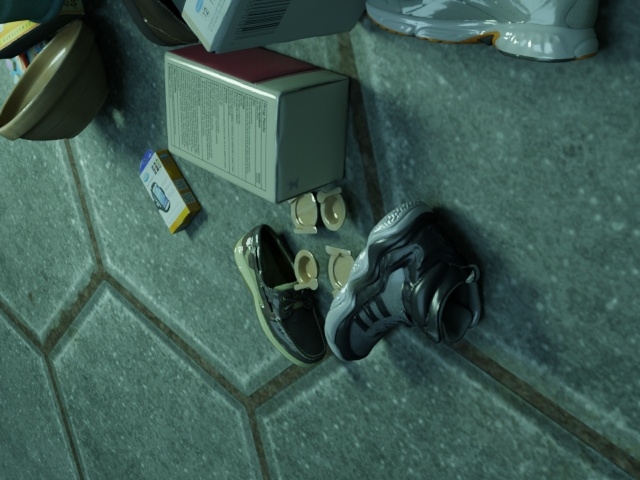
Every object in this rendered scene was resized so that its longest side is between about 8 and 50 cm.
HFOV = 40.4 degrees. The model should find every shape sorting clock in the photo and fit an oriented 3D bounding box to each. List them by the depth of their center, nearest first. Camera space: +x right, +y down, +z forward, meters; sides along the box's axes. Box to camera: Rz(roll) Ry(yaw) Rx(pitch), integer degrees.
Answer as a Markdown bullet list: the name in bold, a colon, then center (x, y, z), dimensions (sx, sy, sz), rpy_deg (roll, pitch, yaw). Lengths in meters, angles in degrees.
- **shape sorting clock**: center (-0.567, -0.362, 1.664), dimensions (0.206, 0.040, 0.206), rpy_deg (22, 122, 40)

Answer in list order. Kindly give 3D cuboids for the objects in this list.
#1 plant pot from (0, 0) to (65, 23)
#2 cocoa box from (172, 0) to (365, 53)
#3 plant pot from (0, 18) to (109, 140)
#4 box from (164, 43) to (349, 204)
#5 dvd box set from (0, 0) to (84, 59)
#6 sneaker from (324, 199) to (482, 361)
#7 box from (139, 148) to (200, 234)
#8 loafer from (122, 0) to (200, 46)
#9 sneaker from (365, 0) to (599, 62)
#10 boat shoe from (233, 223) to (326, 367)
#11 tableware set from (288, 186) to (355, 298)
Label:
- **plant pot**: center (-0.603, -0.443, 1.260), dimensions (0.341, 0.334, 0.341), rpy_deg (33, 137, 37)
- **cocoa box**: center (-0.030, -0.408, 0.902), dimensions (0.228, 0.231, 0.347), rpy_deg (54, 138, 17)
- **plant pot**: center (-0.439, -0.252, 1.482), dimensions (0.110, 0.237, 0.237), rpy_deg (37, 151, -29)
- **box**: center (-0.089, -0.166, 1.159), dimensions (0.232, 0.127, 0.148), rpy_deg (27, 126, 37)
- **dvd box set**: center (-0.548, -0.556, 1.509), dimensions (0.307, 0.062, 0.420), rpy_deg (-9, 95, 48)
- **sneaker**: center (0.104, 0.091, 1.083), dimensions (0.153, 0.101, 0.268), rpy_deg (46, 133, 27)
- **box**: center (-0.257, -0.088, 1.460), dimensions (0.081, 0.028, 0.136), rpy_deg (-43, 72, 48)
- **loafer**: center (-0.224, -0.395, 1.112), dimensions (0.130, 0.134, 0.366), rpy_deg (21, 160, 34)
- **sneaker**: center (0.164, -0.257, 0.878), dimensions (0.262, 0.099, 0.121), rpy_deg (19, 113, 33)
- **boat shoe**: center (-0.054, 0.078, 1.271), dimensions (0.223, 0.080, 0.073), rpy_deg (61, 145, 14)
- **tableware set**: center (0.000, 0.000, 1.191), dimensions (0.141, 0.020, 0.169), rpy_deg (-8, 88, 54)
